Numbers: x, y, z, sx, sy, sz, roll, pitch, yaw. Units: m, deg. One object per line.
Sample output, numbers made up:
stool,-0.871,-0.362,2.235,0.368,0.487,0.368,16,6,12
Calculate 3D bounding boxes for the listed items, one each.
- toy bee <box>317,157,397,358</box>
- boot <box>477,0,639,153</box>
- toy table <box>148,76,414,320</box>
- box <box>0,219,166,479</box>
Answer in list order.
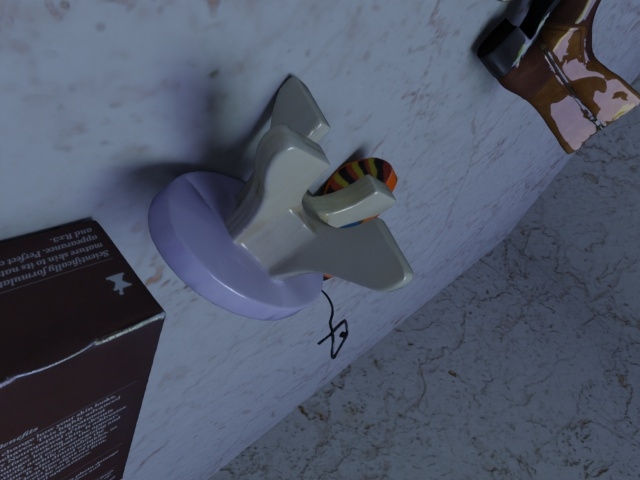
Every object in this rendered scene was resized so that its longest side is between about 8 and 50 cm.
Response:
toy bee,0.000,0.000,0.747,0.298,0.162,0.195,-63,159,-26
boot,0.440,-0.298,0.766,0.264,0.280,0.096,-46,-155,26
toy table,-0.028,-0.030,0.514,0.161,0.252,0.274,-34,172,20
box,-0.303,0.176,0.492,0.191,0.143,0.381,-22,151,-44
